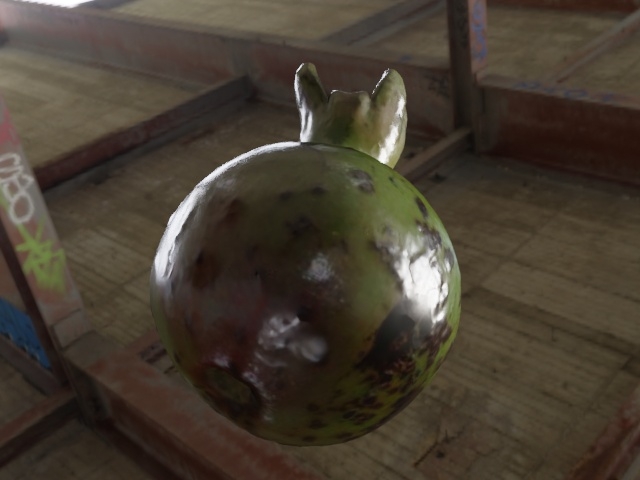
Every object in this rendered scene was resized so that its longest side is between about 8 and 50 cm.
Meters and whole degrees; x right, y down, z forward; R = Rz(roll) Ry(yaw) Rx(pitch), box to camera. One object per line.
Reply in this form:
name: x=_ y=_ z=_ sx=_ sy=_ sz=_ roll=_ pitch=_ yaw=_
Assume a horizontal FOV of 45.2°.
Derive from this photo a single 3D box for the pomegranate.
pomegranate: x=-0.009 y=0.011 z=0.611 sx=0.242 sy=0.242 sz=0.306 roll=-4 pitch=-141 yaw=9
